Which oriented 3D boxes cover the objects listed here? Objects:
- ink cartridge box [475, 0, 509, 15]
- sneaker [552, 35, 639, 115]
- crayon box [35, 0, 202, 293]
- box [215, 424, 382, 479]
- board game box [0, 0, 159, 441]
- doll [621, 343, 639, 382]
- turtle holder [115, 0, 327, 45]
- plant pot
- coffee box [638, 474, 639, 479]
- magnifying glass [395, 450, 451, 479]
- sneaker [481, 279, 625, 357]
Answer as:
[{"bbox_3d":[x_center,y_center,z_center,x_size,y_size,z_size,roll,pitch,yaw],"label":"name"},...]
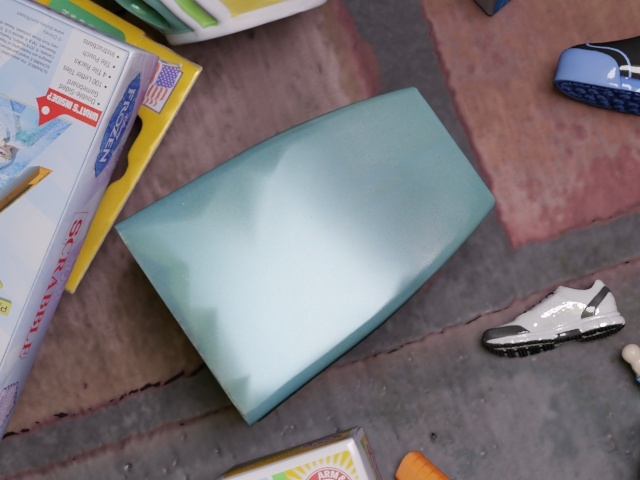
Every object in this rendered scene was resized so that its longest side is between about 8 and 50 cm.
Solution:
[{"bbox_3d":[0.160,-0.297,0.993,0.203,0.086,0.148,-41,85,2],"label":"ink cartridge box"},{"bbox_3d":[0.294,-0.138,0.980,0.232,0.081,0.090,7,85,-1],"label":"sneaker"},{"bbox_3d":[-0.271,-0.122,1.030,0.323,0.083,0.203,30,91,7],"label":"crayon box"},{"bbox_3d":[0.010,0.253,0.974,0.114,0.103,0.203,-20,86,5],"label":"box"},{"bbox_3d":[-0.319,-0.050,0.925,0.319,0.066,0.318,26,97,9],"label":"board game box"},{"bbox_3d":[0.292,0.081,0.982,0.129,0.046,0.188,-2,93,-4],"label":"doll"},{"bbox_3d":[-0.059,-0.267,0.916,0.320,0.243,0.227,-4,107,42],"label":"turtle holder"},{"bbox_3d":[0.000,0.000,0.964,0.234,0.165,0.165,-35,85,-4],"label":"plant pot"},{"bbox_3d":[0.284,0.257,0.928,0.141,0.098,0.246,12,99,7],"label":"coffee box"},{"bbox_3d":[0.138,0.232,0.944,0.231,0.026,0.092,40,116,39],"label":"magnifying glass"},{"bbox_3d":[0.177,0.061,1.004,0.109,0.040,0.043,-13,70,2],"label":"sneaker"}]
